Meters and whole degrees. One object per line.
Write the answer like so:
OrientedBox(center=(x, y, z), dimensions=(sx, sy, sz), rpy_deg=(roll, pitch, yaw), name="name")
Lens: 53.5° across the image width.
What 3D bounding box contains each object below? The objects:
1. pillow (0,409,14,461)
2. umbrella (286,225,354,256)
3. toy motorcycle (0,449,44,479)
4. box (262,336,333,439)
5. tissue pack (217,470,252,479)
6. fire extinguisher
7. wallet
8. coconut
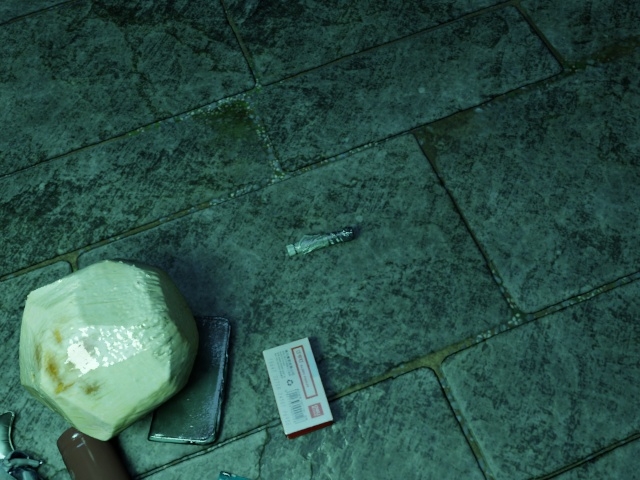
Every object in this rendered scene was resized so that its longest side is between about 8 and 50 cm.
OrientedBox(center=(-0.784, 0.486, 1.533), dimensions=(0.091, 0.055, 0.136), rpy_deg=(-3, 61, -34), name="pillow")
OrientedBox(center=(0.000, 0.000, 1.729), dimensions=(0.188, 0.046, 0.050), rpy_deg=(-16, 70, 1), name="umbrella")
OrientedBox(center=(-0.658, 0.565, 1.435), dimensions=(0.270, 0.106, 0.159), rpy_deg=(0, 74, 25), name="toy motorcycle")
OrientedBox(center=(-0.058, 0.352, 1.547), dimensions=(0.122, 0.050, 0.229), rpy_deg=(-17, 62, -6), name="box")
OrientedBox(center=(-0.217, 0.603, 1.444), dimensions=(0.085, 0.028, 0.138), rpy_deg=(14, 68, 11), name="tissue pack")
OrientedBox(center=(-0.471, 0.572, 1.428), dimensions=(0.114, 0.135, 0.337), rpy_deg=(-35, 61, -9), name="fire extinguisher")
OrientedBox(center=(-0.315, 0.341, 1.575), dimensions=(0.172, 0.045, 0.318), rpy_deg=(1, 63, 8), name="wallet")
OrientedBox(center=(-0.493, 0.248, 1.447), dimensions=(0.415, 0.345, 0.416), rpy_deg=(-14, 46, 15), name="coconut")
